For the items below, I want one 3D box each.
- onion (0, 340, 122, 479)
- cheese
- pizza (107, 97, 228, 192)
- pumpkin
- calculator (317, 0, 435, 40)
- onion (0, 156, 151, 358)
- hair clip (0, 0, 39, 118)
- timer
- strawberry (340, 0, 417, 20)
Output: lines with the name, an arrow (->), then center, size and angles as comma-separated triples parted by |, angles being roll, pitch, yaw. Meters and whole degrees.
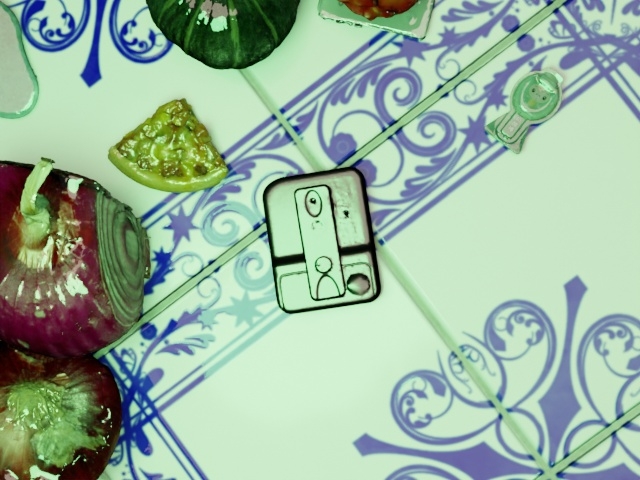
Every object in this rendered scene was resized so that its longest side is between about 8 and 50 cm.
onion -> -0.402, 0.253, 1.673 | 0.272, 0.195, 0.272 | 5, 45, -5
cheese -> 0.280, -0.179, 1.684 | 0.067, 0.026, 0.120 | 38, 93, 6
pizza -> -0.211, -0.133, 1.727 | 0.175, 0.046, 0.134 | 1, 88, 7
pumpkin -> -0.130, -0.331, 1.674 | 0.211, 0.152, 0.211 | -1, 70, 2
calculator -> 0.102, -0.416, 1.714 | 0.161, 0.021, 0.261 | 14, 90, 6
onion -> -0.360, 0.033, 1.643 | 0.256, 0.272, 0.230 | 6, 79, 39
hair clip -> -0.584, -0.345, 1.670 | 0.392, 0.238, 0.318 | 11, 94, 7
timer -> 0.000, 0.000, 1.695 | 0.144, 0.055, 0.187 | -9, 87, 7
strawberry -> 0.008, -0.438, 1.637 | 0.265, 0.149, 0.336 | -33, 100, -37
